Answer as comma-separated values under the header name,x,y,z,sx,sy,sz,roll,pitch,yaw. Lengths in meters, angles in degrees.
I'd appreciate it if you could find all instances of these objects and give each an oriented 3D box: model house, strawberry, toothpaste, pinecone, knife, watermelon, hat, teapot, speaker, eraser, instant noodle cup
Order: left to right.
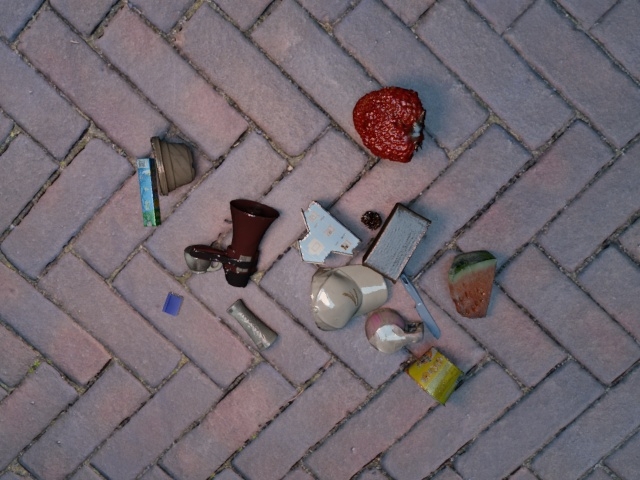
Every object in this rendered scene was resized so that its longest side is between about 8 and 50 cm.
name,x,y,z,sx,sy,sz,roll,pitch,yaw
toothpaste,-0.673,-0.189,1.811,0.050,0.065,0.266,-4,97,0
eraser,-0.603,0.260,1.884,0.063,0.027,0.084,21,99,1
teapot,-0.468,0.075,1.832,0.111,0.149,0.108,24,118,37
speaker,-0.319,0.016,1.742,0.198,0.259,0.329,29,104,33
model house,0.000,0.000,1.747,0.271,0.178,0.206,40,91,-6
hat,0.114,0.226,1.779,0.302,0.168,0.257,-13,100,0
pinecone,0.198,-0.077,1.785,0.083,0.077,0.077,16,98,17
strawberry,0.249,-0.418,1.661,0.258,0.261,0.260,7,98,-5
teapot,0.285,0.371,1.784,0.222,0.178,0.163,22,98,-1
knife,0.400,0.267,1.848,0.045,0.019,0.313,-31,96,14
instant noodle cup,0.453,0.521,1.794,0.205,0.205,0.153,40,91,-3
watermelon,0.582,0.183,1.785,0.193,0.140,0.256,-12,106,-1

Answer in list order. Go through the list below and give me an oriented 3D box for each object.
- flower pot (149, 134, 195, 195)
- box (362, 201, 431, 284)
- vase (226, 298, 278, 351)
name,x,y,z,sx,sy,sz,roll,pitch,yaw
flower pot,-0.555,-0.284,1.737,0.141,0.235,0.235,-11,97,-20
box,0.282,0.006,1.736,0.143,0.184,0.273,31,97,2
vase,-0.279,0.336,1.850,0.096,0.096,0.219,-43,91,7
